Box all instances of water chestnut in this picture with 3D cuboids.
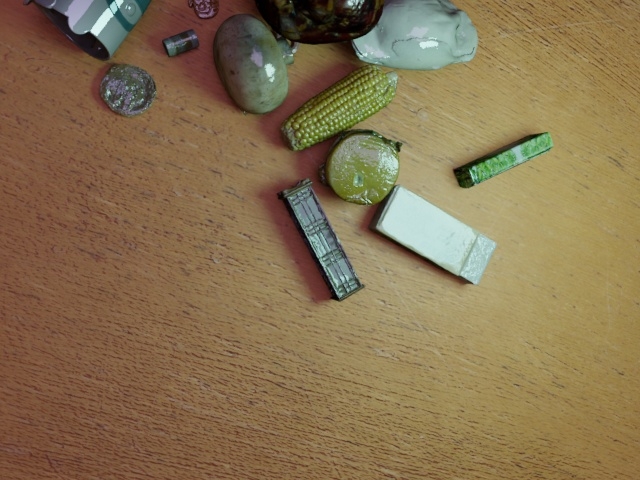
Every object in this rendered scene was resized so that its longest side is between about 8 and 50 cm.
[{"bbox_3d":[0.015,-0.642,1.716,0.335,0.347,0.336,9,113,22],"label":"water chestnut"}]

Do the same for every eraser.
[{"bbox_3d":[0.310,-0.013,1.922,0.343,0.078,0.144,29,83,-13],"label":"eraser"}]

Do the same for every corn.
[{"bbox_3d":[0.053,-0.351,1.833,0.346,0.130,0.130,-31,97,-10],"label":"corn"}]

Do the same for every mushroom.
[{"bbox_3d":[-0.155,-0.452,1.750,0.195,0.189,0.254,-23,97,-11],"label":"mushroom"}]

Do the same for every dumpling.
[{"bbox_3d":[0.248,-0.584,1.867,0.340,0.181,0.260,-7,79,6],"label":"dumpling"}]

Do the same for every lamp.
[{"bbox_3d":[0.000,0.000,1.837,0.090,0.089,0.326,-28,95,-12],"label":"lamp"}]

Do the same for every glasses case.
[{"bbox_3d":[0.517,-0.225,1.968,0.272,0.095,0.062,-25,100,-13],"label":"glasses case"}]

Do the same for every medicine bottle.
[{"bbox_3d":[-0.354,-0.500,1.771,0.083,0.047,0.047,-26,96,-14],"label":"medicine bottle"}]

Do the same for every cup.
[{"bbox_3d":[-0.550,-0.595,1.651,0.289,0.219,0.258,30,80,20],"label":"cup"}]

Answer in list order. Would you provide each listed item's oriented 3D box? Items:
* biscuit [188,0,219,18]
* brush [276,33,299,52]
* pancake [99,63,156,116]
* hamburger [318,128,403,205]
[{"bbox_3d":[-0.302,-0.617,1.802,0.078,0.015,0.091,-16,93,-14],"label":"biscuit"},{"bbox_3d":[-0.086,-0.611,1.843,0.103,0.047,0.234,-3,95,-18],"label":"brush"},{"bbox_3d":[-0.481,-0.376,1.749,0.139,0.022,0.140,0,89,-15],"label":"pancake"},{"bbox_3d":[0.101,-0.197,1.836,0.215,0.122,0.190,4,108,-10],"label":"hamburger"}]
